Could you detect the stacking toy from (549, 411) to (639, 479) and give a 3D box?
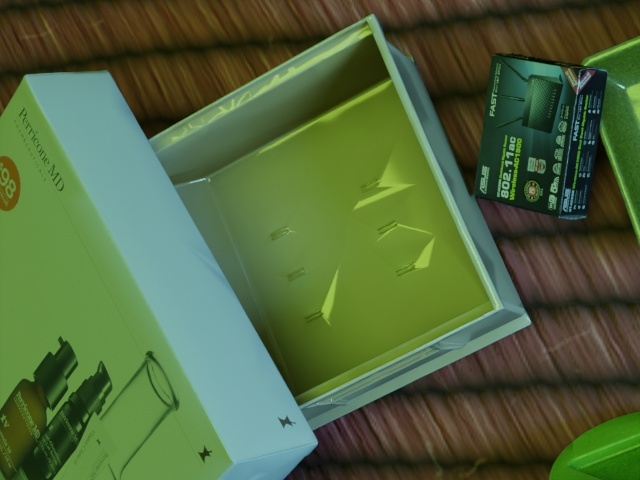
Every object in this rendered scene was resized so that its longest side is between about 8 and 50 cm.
[{"bbox_3d":[0.237,0.263,1.315,0.309,0.279,0.130,12,130,54],"label":"stacking toy"}]

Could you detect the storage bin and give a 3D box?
[{"bbox_3d":[0.000,0.000,1.496,0.260,0.123,0.262,-27,74,16],"label":"storage bin"}]

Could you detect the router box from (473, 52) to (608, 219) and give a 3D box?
[{"bbox_3d":[0.175,-0.085,1.455,0.092,0.038,0.122,16,102,44],"label":"router box"}]

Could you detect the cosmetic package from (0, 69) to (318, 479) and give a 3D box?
[{"bbox_3d":[-0.188,0.093,1.494,0.284,0.097,0.377,-50,61,37],"label":"cosmetic package"}]

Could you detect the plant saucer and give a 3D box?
[{"bbox_3d":[0.321,-0.086,1.423,0.188,0.045,0.188,-22,75,17],"label":"plant saucer"}]
